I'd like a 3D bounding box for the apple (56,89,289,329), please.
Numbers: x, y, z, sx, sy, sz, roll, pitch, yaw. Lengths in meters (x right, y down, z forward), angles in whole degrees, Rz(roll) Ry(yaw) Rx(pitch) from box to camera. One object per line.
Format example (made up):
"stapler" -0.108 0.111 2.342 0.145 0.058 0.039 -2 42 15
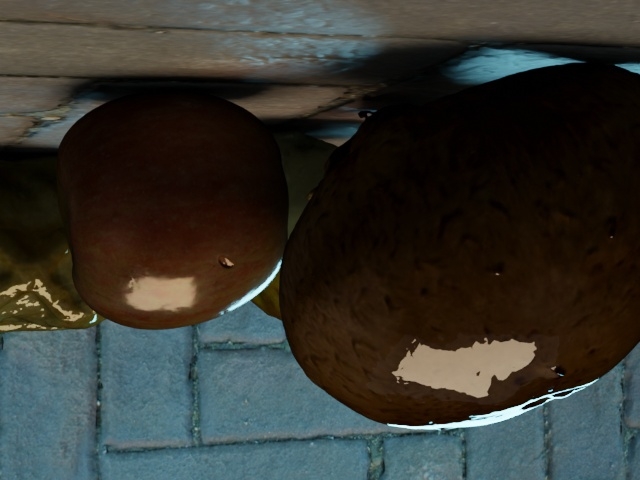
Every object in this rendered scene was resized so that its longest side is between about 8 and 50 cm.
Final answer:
"apple" -0.115 -0.025 1.340 0.173 0.188 0.188 -5 178 -11

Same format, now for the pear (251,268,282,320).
"pear" 0.000 0.000 1.880 0.200 0.200 0.200 -1 177 0

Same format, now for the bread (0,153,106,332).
"bread" -0.349 -0.001 1.802 0.252 0.239 0.196 -3 138 -32

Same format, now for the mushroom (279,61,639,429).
"mushroom" 0.131 -0.031 1.303 0.331 0.356 0.334 -9 145 7

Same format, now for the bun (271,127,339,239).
"bun" -0.032 -0.042 1.614 0.203 0.127 0.212 -2 -176 11
